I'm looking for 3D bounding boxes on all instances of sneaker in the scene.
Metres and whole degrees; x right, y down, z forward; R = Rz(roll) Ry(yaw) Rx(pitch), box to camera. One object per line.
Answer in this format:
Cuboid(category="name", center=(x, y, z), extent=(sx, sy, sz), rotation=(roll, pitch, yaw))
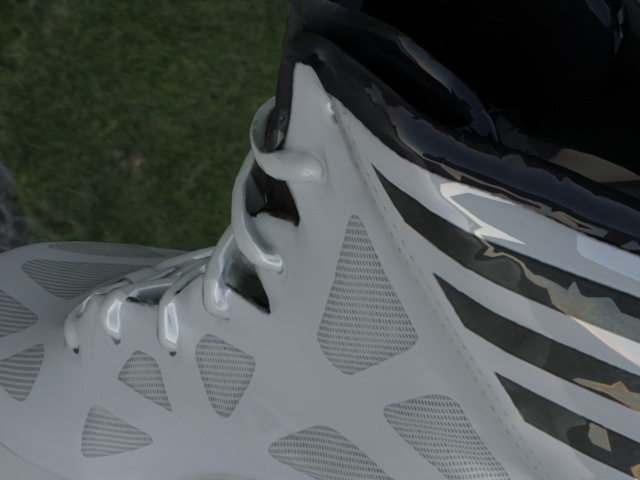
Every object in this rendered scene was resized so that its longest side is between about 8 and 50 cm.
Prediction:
Cuboid(category="sneaker", center=(0.001, 0.000, 0.492), extent=(0.169, 0.447, 0.258), rotation=(-41, 129, -38))
